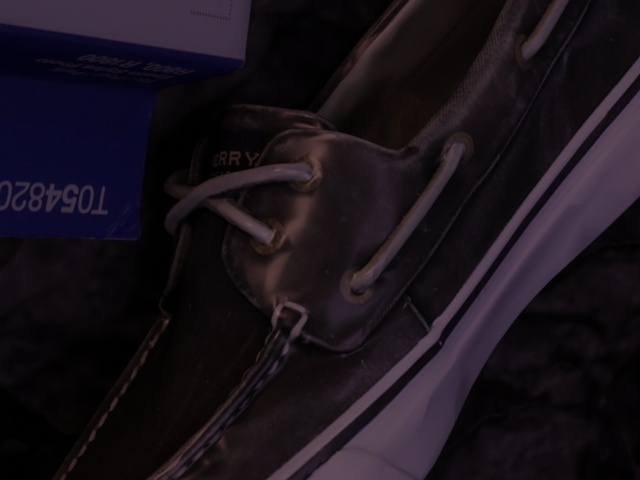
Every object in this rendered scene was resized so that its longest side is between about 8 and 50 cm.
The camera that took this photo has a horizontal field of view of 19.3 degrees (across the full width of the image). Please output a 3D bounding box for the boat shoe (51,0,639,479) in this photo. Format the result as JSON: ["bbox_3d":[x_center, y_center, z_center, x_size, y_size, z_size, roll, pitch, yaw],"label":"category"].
[{"bbox_3d":[0.000,0.000,0.631,0.335,0.121,0.119,-48,117,-24],"label":"boat shoe"}]

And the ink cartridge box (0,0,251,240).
[{"bbox_3d":[-0.098,-0.108,0.510,0.223,0.045,0.224,0,99,-52],"label":"ink cartridge box"}]
